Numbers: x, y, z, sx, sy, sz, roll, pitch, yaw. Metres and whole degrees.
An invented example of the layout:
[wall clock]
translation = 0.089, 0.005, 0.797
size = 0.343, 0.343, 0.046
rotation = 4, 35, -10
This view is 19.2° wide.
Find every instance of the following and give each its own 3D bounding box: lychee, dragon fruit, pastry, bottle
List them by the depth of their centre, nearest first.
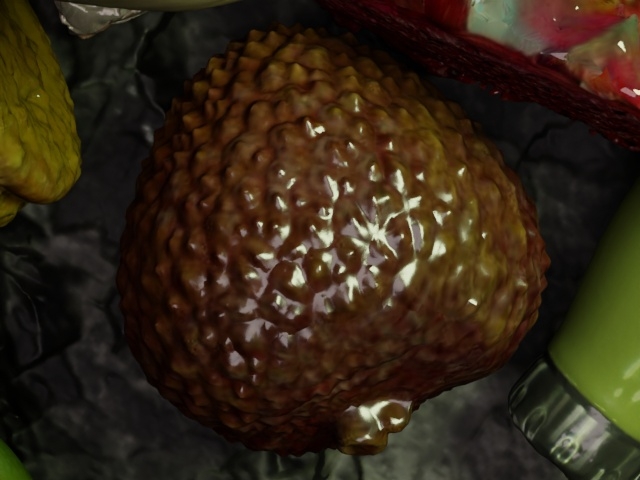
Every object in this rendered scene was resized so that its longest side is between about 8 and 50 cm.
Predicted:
[dragon fruit]
translation = 0.097, -0.141, 0.779
size = 0.274, 0.126, 0.161
rotation = 26, 88, 29
[pastry]
translation = -0.185, -0.081, 0.822
size = 0.103, 0.189, 0.189
rotation = -27, 97, 8
[lychee]
translation = -0.002, 0.006, 0.825
size = 0.194, 0.194, 0.194
rotation = 1, 100, 6
[bottle]
translation = 0.189, 0.000, 0.836
size = 0.112, 0.112, 0.260
rotation = 40, 102, -2

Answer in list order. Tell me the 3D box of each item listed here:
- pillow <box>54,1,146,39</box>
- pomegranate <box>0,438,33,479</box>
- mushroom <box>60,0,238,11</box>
[pillow]
translation = -0.111, -0.227, 0.859
size = 0.135, 0.049, 0.248
rotation = -23, 98, 9
[pomegranate]
translation = -0.214, 0.179, 0.880
size = 0.159, 0.190, 0.241
rotation = 16, 101, -22
[mushroom]
translation = -0.101, -0.252, 0.659
size = 0.353, 0.325, 0.353
rotation = 3, 118, 5
